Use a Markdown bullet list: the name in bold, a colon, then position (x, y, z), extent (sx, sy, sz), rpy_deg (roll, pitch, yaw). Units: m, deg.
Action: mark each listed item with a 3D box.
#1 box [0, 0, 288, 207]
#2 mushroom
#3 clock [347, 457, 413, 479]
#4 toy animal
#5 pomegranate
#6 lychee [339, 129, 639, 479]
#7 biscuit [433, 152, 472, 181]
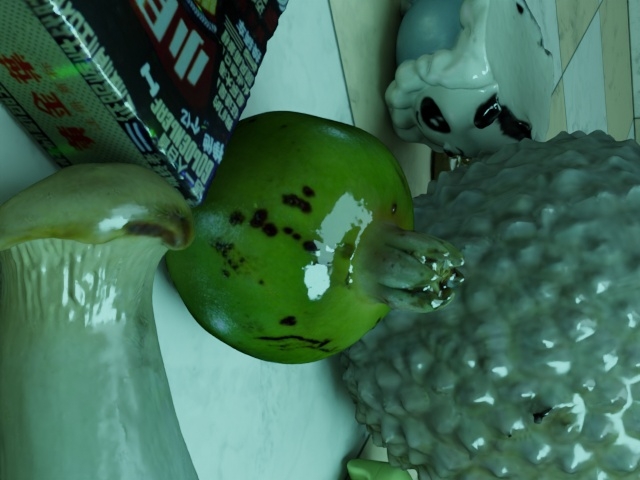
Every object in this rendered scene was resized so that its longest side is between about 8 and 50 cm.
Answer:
- **box**: position (-0.096, -0.198, 0.526), extent (0.198, 0.084, 0.310), rpy_deg (60, 40, -47)
- **mushroom**: position (-0.121, 0.122, 0.479), extent (0.159, 0.122, 0.328), rpy_deg (-151, -121, -79)
- **clock**: position (0.034, 0.334, 0.819), extent (0.232, 0.069, 0.170), rpy_deg (-54, 138, -47)
- **toy animal**: position (0.153, -0.184, 0.949), extent (0.208, 0.156, 0.204), rpy_deg (30, 66, -52)
- **pomegranate**: position (0.000, 0.000, 0.586), extent (0.180, 0.210, 0.179), rpy_deg (-14, 109, -47)
- **lychee**: position (0.227, 0.088, 0.846), extent (0.380, 0.432, 0.380), rpy_deg (173, -90, -81)
- **biscuit**: position (0.203, -0.102, 1.173), extent (0.226, 0.042, 0.225), rpy_deg (-5, 95, -62)
